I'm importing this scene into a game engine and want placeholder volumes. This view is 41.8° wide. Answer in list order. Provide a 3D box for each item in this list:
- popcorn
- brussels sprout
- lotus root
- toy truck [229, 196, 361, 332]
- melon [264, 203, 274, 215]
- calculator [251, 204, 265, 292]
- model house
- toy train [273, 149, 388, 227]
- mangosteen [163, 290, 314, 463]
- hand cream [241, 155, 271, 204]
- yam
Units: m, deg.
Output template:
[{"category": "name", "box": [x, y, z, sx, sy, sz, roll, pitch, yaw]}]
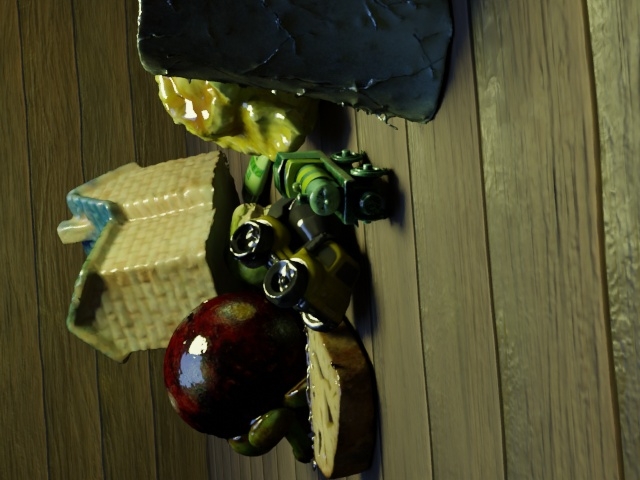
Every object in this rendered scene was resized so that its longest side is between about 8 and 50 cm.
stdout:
[{"category": "popcorn", "box": [-0.125, -0.281, 1.392, 0.336, 0.274, 0.279, 4, 61, 38]}, {"category": "brussels sprout", "box": [-0.130, 0.016, 1.719, 0.183, 0.131, 0.145, -123, 38, -53]}, {"category": "lotus root", "box": [0.029, 0.237, 1.301, 0.170, 0.075, 0.260, 165, 103, -74]}, {"category": "toy truck", "box": [-0.019, 0.022, 1.294, 0.147, 0.165, 0.224, 40, -174, -44]}, {"category": "melon", "box": [-0.063, -0.010, 1.565, 0.160, 0.079, 0.128, 163, 104, -74]}, {"category": "calculator", "box": [-0.138, 0.038, 1.920, 0.141, 0.045, 0.245, 131, 132, -70]}, {"category": "model house", "box": [-0.377, 0.072, 1.872, 0.445, 0.400, 0.394, -91, -7, -59]}, {"category": "toy train", "box": [0.015, -0.074, 1.162, 0.200, 0.132, 0.083, -132, 39, -70]}, {"category": "mangosteen", "box": [-0.135, 0.241, 1.534, 0.311, 0.312, 0.310, 176, 90, -75]}, {"category": "hand cream", "box": [-0.139, -0.158, 1.863, 0.095, 0.046, 0.175, -104, 26, -45]}, {"category": "yam", "box": [-0.036, -0.269, 0.982, 0.241, 0.349, 0.240, -173, 90, -80]}]
